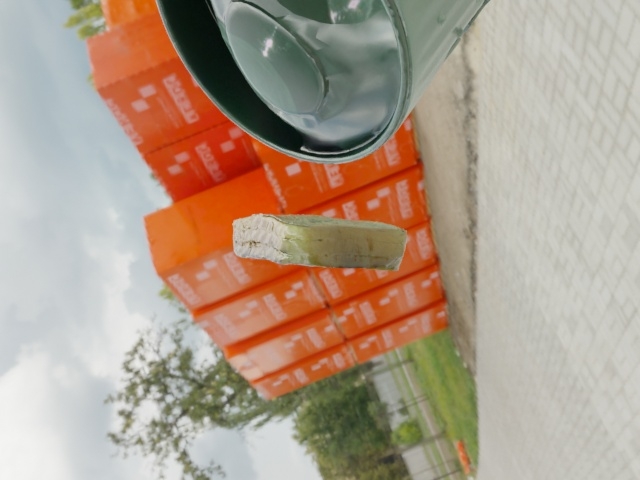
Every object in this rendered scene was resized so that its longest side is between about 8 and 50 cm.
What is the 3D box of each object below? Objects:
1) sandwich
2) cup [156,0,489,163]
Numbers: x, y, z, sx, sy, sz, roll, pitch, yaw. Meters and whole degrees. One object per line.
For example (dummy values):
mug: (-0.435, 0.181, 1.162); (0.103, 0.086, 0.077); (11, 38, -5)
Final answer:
sandwich: (0.000, -0.001, 1.221); (0.226, 0.251, 0.087); (14, 101, 59)
cup: (0.069, -0.315, 0.742); (0.400, 0.392, 0.310); (-10, 123, 52)
